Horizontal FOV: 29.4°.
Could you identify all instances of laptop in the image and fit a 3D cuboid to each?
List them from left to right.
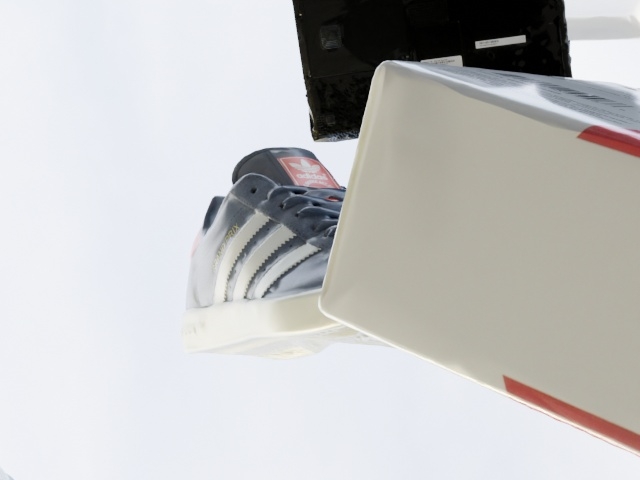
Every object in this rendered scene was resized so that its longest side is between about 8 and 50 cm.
[{"bbox_3d":[0.095,-0.239,1.103,0.234,0.136,0.264,-7,-80,8],"label":"laptop"}]

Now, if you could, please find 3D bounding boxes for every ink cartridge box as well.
[{"bbox_3d":[0.160,0.000,0.558,0.197,0.273,0.114,23,-73,29],"label":"ink cartridge box"}]

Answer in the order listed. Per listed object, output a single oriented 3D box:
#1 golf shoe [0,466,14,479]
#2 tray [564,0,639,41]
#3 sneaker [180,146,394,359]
[{"bbox_3d":[-0.360,0.210,1.211,0.069,0.086,0.176,-41,-119,-20],"label":"golf shoe"},{"bbox_3d":[0.317,-0.297,1.242,0.145,0.270,0.030,-4,-118,-13],"label":"tray"},{"bbox_3d":[0.000,0.000,0.835,0.350,0.131,0.148,-12,-107,56],"label":"sneaker"}]
